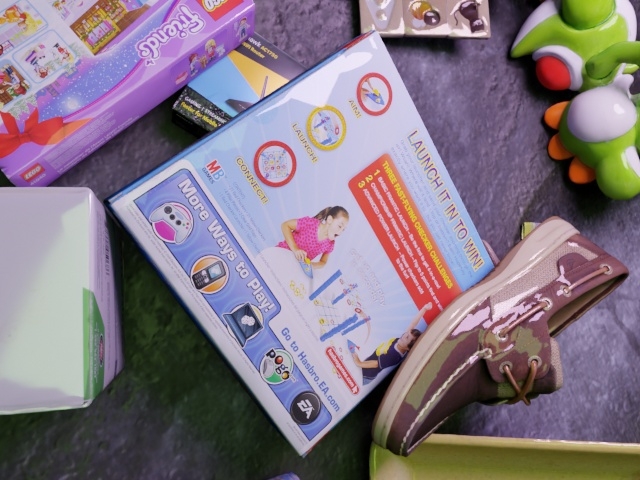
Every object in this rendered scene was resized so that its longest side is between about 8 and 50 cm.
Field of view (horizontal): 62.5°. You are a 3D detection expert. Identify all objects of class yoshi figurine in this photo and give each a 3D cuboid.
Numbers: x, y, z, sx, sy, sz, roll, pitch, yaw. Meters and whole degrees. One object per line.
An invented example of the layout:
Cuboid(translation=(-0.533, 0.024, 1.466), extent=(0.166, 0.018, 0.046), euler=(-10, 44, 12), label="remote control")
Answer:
Cuboid(translation=(0.408, -0.241, 0.697), extent=(0.203, 0.203, 0.363), euler=(-15, 91, -25), label="yoshi figurine")

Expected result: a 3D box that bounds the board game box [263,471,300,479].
Cuboid(translation=(-0.100, 0.321, 0.528), extent=(0.194, 0.060, 0.194), euler=(24, 75, -13), label="board game box")

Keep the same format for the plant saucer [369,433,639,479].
Cuboid(translation=(0.221, 0.376, 0.563), extent=(0.332, 0.081, 0.333), euler=(-1, 82, 10), label="plant saucer")

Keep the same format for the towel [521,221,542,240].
Cuboid(translation=(0.314, 0.004, 0.727), extent=(0.083, 0.009, 0.060), euler=(3, 83, -18), label="towel")

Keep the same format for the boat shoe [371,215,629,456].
Cuboid(translation=(0.201, 0.113, 0.561), extent=(0.342, 0.123, 0.123), euler=(-38, 56, -21), label="boat shoe")

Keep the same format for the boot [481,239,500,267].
Cuboid(translation=(0.249, 0.050, 0.688), extent=(0.086, 0.042, 0.119), euler=(-11, 88, -25), label="boot")

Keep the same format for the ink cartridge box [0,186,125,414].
Cuboid(translation=(-0.221, 0.050, 0.448), extent=(0.086, 0.208, 0.153), euler=(-2, 83, -15), label="ink cartridge box")

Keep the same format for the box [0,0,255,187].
Cuboid(translation=(-0.240, -0.213, 0.530), extent=(0.293, 0.057, 0.201), euler=(-41, 85, -15), label="box")

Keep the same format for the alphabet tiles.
Cuboid(translation=(0.128, -0.429, 0.694), extent=(0.284, 0.011, 0.343), euler=(-1, 83, -6), label="alphabet tiles")

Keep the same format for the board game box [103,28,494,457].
Cuboid(translation=(0.000, 0.000, 0.550), extent=(0.301, 0.086, 0.308), euler=(-38, 110, -19), label="board game box")

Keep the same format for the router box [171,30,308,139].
Cuboid(translation=(-0.060, -0.147, 0.608), extent=(0.178, 0.046, 0.133), euler=(31, 75, -12), label="router box")
